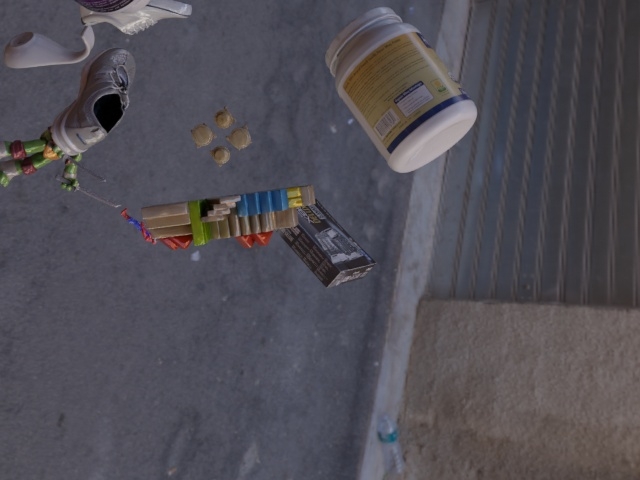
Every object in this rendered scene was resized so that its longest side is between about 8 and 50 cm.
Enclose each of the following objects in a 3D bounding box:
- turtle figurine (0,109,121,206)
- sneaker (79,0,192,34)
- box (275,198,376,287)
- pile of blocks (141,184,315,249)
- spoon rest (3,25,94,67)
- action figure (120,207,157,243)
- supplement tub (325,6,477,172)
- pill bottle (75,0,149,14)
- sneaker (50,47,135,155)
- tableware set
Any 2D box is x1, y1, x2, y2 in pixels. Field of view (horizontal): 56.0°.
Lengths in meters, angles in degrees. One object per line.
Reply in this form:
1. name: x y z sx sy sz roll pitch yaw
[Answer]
1. turtle figurine: -0.665 -0.182 1.497 0.267 0.198 0.274 -14 101 -12
2. sneaker: -0.421 -0.518 1.374 0.094 0.258 0.091 -75 171 -69
3. box: 0.000 0.000 1.863 0.307 0.076 0.242 48 24 19
4. pile of blocks: -0.163 -0.034 1.184 0.362 0.149 0.112 -10 98 -24
5. spoon rest: -0.739 -0.523 1.644 0.084 0.277 0.137 69 23 -49
6. action figure: -0.459 -0.035 1.531 0.030 0.038 0.115 -39 108 -6
7. supplement tub: 0.174 -0.336 1.349 0.316 0.228 0.228 57 31 11
8. pill bottle: -0.424 -0.526 1.083 0.323 0.182 0.181 -5 94 -81
9. sneaker: -0.413 -0.278 1.187 0.105 0.115 0.281 57 34 -47
10. tableware set: -0.301 -0.316 1.830 0.141 0.169 0.020 53 15 -12
